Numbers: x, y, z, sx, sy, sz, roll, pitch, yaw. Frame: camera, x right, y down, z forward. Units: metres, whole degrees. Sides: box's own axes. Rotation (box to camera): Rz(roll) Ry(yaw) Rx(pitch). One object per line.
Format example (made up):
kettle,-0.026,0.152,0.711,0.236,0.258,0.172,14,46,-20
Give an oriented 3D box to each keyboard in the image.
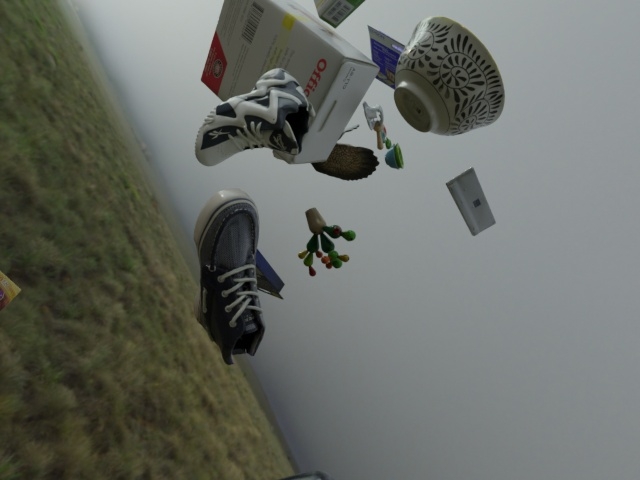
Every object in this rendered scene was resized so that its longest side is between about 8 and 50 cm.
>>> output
keyboard,0.391,-0.091,1.035,0.256,0.072,0.014,43,15,-45

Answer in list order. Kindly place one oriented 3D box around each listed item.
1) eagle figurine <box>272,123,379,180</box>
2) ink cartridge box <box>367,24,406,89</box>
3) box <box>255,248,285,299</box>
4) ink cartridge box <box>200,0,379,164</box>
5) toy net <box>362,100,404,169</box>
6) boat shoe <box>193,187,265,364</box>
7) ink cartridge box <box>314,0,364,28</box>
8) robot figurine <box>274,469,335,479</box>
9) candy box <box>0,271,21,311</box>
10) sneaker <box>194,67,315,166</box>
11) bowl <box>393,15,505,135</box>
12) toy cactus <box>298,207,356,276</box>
eagle figurine,0.008,-0.305,1.249,0.298,0.227,0.225,46,-41,34
ink cartridge box,0.220,-0.455,1.051,0.206,0.045,0.208,39,-3,18
box,-0.183,0.072,1.077,0.137,0.036,0.225,15,-31,34
ink cartridge box,-0.090,-0.410,0.995,0.384,0.161,0.279,46,-55,19
toy net,0.167,-0.287,1.050,0.232,0.045,0.121,50,38,-51
boat shoe,-0.150,0.081,0.744,0.158,0.127,0.340,47,-41,33
ink cartridge box,0.029,-0.613,0.927,0.109,0.062,0.209,-28,-113,38
robot figurine,-0.007,0.313,0.301,0.209,0.279,0.173,-101,177,-48
candy box,-0.671,0.069,0.740,0.109,0.053,0.186,-80,151,-53
sneaker,-0.109,-0.191,0.729,0.153,0.235,0.094,50,-6,31
bowl,0.154,-0.201,0.550,0.170,0.080,0.170,49,-5,6
toy cactus,0.000,0.000,1.100,0.219,0.112,0.180,-40,-108,55
